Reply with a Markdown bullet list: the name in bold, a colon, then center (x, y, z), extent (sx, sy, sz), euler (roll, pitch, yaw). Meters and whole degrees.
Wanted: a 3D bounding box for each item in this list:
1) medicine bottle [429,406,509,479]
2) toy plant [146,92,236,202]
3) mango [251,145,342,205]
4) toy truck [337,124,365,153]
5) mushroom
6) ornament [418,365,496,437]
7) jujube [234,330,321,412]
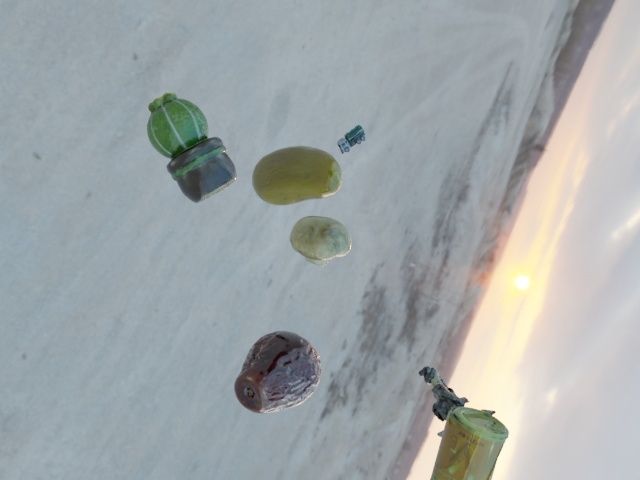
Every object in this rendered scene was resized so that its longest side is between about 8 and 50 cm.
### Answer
- **medicine bottle**: center (0.283, 0.461, 1.333), extent (0.124, 0.124, 0.239), euler (-14, 119, -72)
- **toy plant**: center (-0.197, -0.142, 0.996), extent (0.092, 0.162, 0.093), euler (-32, -177, 2)
- **mango**: center (-0.069, -0.198, 1.996), extent (0.142, 0.331, 0.195), euler (50, 49, -41)
- **toy truck**: center (0.083, -0.273, 1.807), extent (0.083, 0.044, 0.039), euler (-36, -165, -3)
- **mushroom**: center (0.000, 0.000, 1.544), extent (0.148, 0.147, 0.112), euler (-3, 109, -74)
- **ornament**: center (0.357, 0.426, 1.855), extent (0.153, 0.196, 0.166), euler (-28, 170, -7)
- **jujube**: center (-0.107, 0.324, 1.622), extent (0.255, 0.190, 0.190), euler (-30, 142, -57)
